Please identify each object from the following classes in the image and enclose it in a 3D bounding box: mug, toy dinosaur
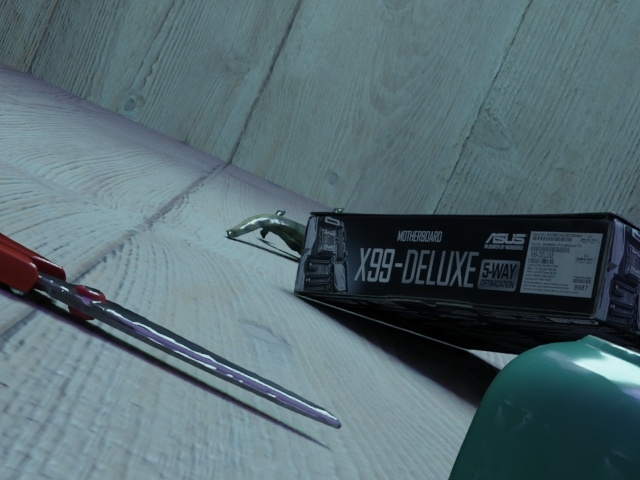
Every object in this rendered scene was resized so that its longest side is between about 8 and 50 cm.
[{"bbox_3d":[0.126,0.097,0.439,0.157,0.097,0.129,21,0,35],"label":"mug"},{"bbox_3d":[0.000,0.000,1.326,0.268,0.064,0.118,18,13,-30],"label":"toy dinosaur"}]

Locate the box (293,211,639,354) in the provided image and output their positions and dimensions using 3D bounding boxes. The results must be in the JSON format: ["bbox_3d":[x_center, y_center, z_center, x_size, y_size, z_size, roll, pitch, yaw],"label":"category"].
[{"bbox_3d":[0.170,0.045,0.986,0.242,0.077,0.307,20,-12,-41],"label":"box"}]

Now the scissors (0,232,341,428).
[{"bbox_3d":[-0.132,0.023,0.572,0.297,0.021,0.109,27,3,25],"label":"scissors"}]
